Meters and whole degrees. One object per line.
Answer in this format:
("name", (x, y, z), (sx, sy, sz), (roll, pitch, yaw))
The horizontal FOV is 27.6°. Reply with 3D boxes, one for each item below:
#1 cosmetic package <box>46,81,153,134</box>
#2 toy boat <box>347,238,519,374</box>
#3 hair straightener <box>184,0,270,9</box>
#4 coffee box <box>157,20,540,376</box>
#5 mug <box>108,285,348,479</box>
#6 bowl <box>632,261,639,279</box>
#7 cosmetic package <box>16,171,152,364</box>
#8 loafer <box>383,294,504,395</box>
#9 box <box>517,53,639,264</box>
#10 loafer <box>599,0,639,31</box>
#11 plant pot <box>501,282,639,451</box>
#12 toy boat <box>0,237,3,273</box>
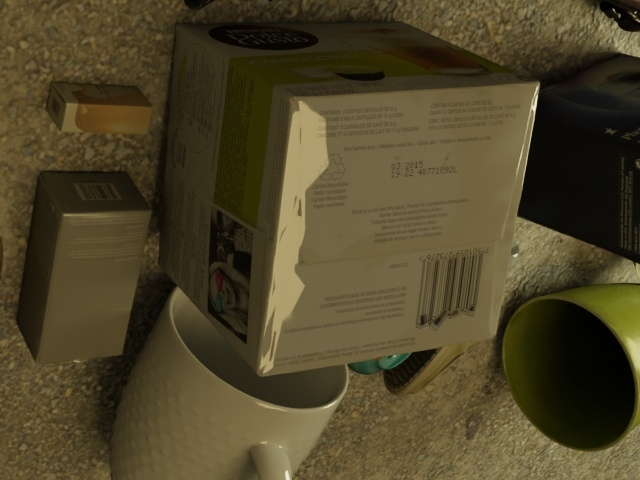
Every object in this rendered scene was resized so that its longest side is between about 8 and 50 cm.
("cosmetic package", (-0.270, -0.161, 1.596), (0.115, 0.060, 0.041), (-2, 123, -34))
("toy boat", (0.149, 0.077, 1.955), (0.318, 0.148, 0.267), (-44, 163, -10))
("hair straightener", (-0.069, -0.344, 1.608), (0.230, 0.047, 0.089), (-33, 135, -14))
("coffee box", (0.019, -0.074, 1.624), (0.337, 0.334, 0.338), (-6, 115, -28))
("mug", (-0.137, 0.288, 1.807), (0.276, 0.374, 0.328), (11, 123, -33))
("bowl", (0.590, -0.012, 2.257), (0.170, 0.080, 0.170), (-17, 130, -22))
("cosmetic package", (-0.310, 0.037, 1.693), (0.127, 0.107, 0.238), (-2, 126, -32))
("loafer", (0.210, 0.153, 2.118), (0.092, 0.102, 0.268), (33, 101, -38))
("box", (0.454, -0.128, 1.882), (0.296, 0.294, 0.183), (-24, 120, -32))
("loafer", (0.489, -0.335, 1.933), (0.302, 0.109, 0.095), (5, 124, -39))
("plant pot", (0.513, 0.183, 2.253), (0.293, 0.274, 0.275), (-20, 133, -40))
("toy boat", (-0.478, 0.063, 1.597), (0.151, 0.151, 0.231), (11, 120, -6))
